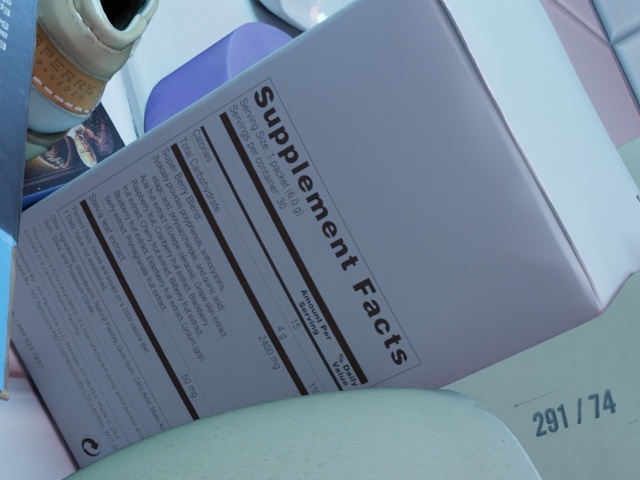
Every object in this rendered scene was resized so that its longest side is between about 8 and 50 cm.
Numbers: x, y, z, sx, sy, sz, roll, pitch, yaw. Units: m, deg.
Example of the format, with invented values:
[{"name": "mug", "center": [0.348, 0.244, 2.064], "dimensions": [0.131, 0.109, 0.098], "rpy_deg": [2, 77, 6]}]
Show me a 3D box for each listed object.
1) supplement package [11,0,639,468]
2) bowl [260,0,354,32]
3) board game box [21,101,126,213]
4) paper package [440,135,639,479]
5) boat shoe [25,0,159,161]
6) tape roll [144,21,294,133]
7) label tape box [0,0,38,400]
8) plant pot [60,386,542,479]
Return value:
[{"name": "supplement package", "center": [0.000, 0.000, 0.642], "dimensions": [0.175, 0.293, 0.177], "rpy_deg": [62, 25, 1]}, {"name": "bowl", "center": [-0.007, -0.259, 1.102], "dimensions": [0.142, 0.053, 0.142], "rpy_deg": [16, 89, -57]}, {"name": "board game box", "center": [-0.212, -0.082, 0.626], "dimensions": [0.165, 0.042, 0.243], "rpy_deg": [61, 26, -1]}, {"name": "paper package", "center": [0.214, 0.117, 0.879], "dimensions": [0.168, 0.325, 0.309], "rpy_deg": [27, 41, -49]}, {"name": "boat shoe", "center": [-0.130, -0.172, 0.692], "dimensions": [0.113, 0.103, 0.302], "rpy_deg": [41, 32, -36]}, {"name": "tape roll", "center": [-0.035, -0.058, 0.878], "dimensions": [0.189, 0.080, 0.189], "rpy_deg": [41, 34, -35]}, {"name": "label tape box", "center": [-0.224, -0.098, 0.423], "dimensions": [0.241, 0.106, 0.333], "rpy_deg": [37, 29, -35]}, {"name": "plant pot", "center": [-0.051, 0.189, 0.450], "dimensions": [0.191, 0.284, 0.284], "rpy_deg": [8, 50, -17]}]
